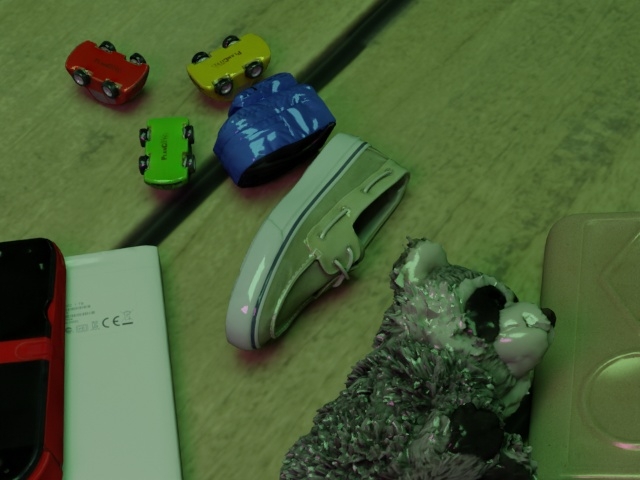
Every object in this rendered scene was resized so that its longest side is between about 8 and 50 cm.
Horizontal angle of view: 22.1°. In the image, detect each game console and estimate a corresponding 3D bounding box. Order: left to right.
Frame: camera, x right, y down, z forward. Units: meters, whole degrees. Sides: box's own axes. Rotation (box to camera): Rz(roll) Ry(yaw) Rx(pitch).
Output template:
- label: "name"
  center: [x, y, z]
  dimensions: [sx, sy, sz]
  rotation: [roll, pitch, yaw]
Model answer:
- label: "game console"
  center: [-0.445, 0.151, 1.616]
  dimensions: [0.387, 0.060, 0.342]
  rotation: [-6, 46, 0]

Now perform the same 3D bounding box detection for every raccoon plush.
- label: "raccoon plush"
  center: [0.013, 0.166, 1.537]
  dimensions: [0.447, 0.216, 0.299]
  rotation: [-11, 42, -3]

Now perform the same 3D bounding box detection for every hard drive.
- label: "hard drive"
  center: [-0.253, 0.153, 1.651]
  dimensions: [0.210, 0.040, 0.318]
  rotation: [-8, 52, -3]

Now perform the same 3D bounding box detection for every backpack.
- label: "backpack"
  center: [-0.061, -0.118, 1.808]
  dimensions: [0.120, 0.098, 0.101]
  rotation: [-33, 76, -20]

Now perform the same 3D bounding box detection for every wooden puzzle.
- label: "wooden puzzle"
  center: [0.383, 0.109, 1.606]
  dimensions: [0.348, 0.080, 0.322]
  rotation: [-5, 50, 20]

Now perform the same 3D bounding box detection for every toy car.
- label: "toy car"
  center: [-0.173, -0.138, 1.866]
  dimensions: [0.239, 0.053, 0.225]
  rotation: [-3, 52, 2]

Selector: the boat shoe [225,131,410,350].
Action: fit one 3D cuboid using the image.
- label: "boat shoe"
  center: [0.000, 0.000, 1.716]
  dimensions: [0.094, 0.109, 0.302]
  rotation: [21, 53, 16]
